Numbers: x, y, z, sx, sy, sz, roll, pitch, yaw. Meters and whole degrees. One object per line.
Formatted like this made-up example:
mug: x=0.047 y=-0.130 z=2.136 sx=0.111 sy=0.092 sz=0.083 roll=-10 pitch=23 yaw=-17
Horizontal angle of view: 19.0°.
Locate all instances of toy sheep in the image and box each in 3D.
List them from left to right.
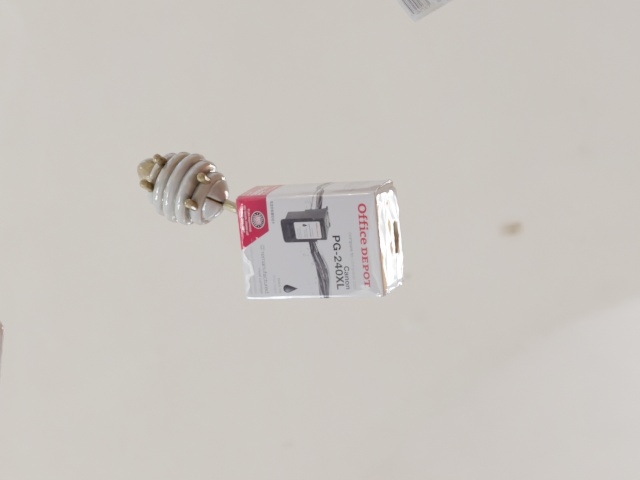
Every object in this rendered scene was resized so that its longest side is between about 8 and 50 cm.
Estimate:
toy sheep: x=-0.147 y=-0.057 z=2.129 sx=0.091 sy=0.132 sz=0.091 roll=-50 pitch=-23 yaw=-30

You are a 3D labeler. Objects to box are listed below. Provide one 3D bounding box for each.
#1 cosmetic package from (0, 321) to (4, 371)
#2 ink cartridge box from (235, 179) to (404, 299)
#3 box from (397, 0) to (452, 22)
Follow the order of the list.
cosmetic package: x=-0.379 y=0.195 z=1.454 sx=0.161 sy=0.230 sz=0.453 roll=-21 pitch=-43 yaw=-36
ink cartridge box: x=0.000 y=0.000 z=1.909 sx=0.063 sy=0.151 sz=0.109 roll=-29 pitch=-65 yaw=-67
box: x=0.150 y=-0.307 z=2.013 sx=0.072 sy=0.137 sz=0.126 roll=53 pitch=160 yaw=-7
